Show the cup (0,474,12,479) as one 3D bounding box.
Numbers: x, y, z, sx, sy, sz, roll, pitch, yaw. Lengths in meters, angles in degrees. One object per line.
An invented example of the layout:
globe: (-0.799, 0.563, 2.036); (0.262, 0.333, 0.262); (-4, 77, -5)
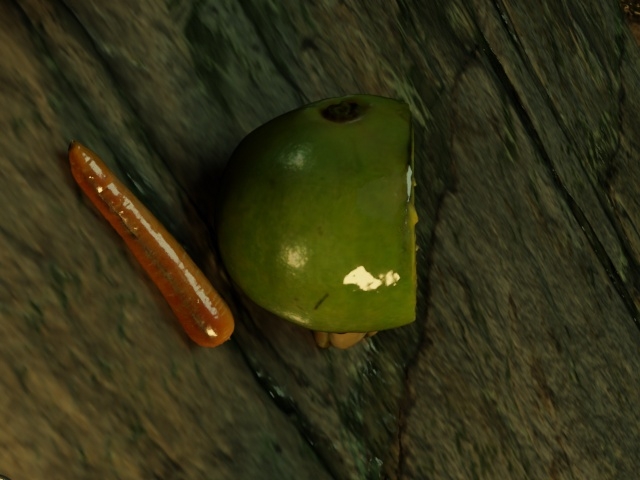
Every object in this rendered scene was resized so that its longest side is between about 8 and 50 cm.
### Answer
cup: (-0.201, 0.156, 0.584); (0.100, 0.077, 0.078); (42, 42, -42)

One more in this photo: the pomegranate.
pomegranate: (-0.001, -0.015, 0.946); (0.241, 0.159, 0.190); (64, 24, -78)

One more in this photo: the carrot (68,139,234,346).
carrot: (-0.124, 0.003, 0.839); (0.190, 0.037, 0.037); (54, 34, -22)
